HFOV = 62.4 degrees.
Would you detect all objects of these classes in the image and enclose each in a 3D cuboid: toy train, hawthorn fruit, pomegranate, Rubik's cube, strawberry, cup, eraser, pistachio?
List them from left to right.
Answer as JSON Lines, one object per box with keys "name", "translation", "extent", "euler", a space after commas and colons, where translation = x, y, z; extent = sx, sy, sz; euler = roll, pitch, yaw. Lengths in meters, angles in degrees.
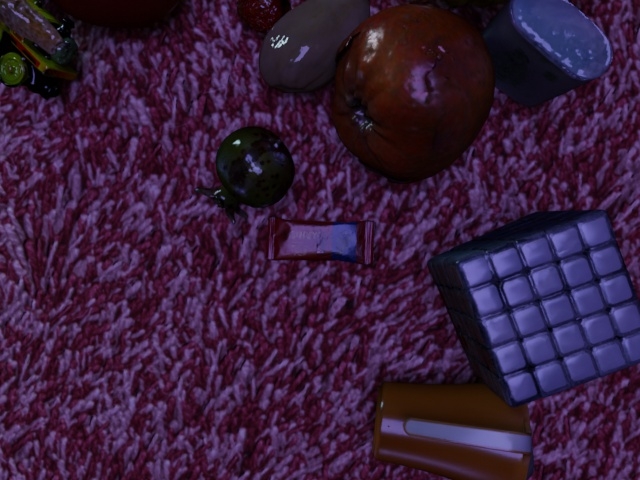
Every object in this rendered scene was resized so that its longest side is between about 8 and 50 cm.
{"name": "toy train", "translation": [-0.549, -0.390, 0.929], "extent": [0.296, 0.100, 0.160], "euler": [46, 104, 1]}
{"name": "pomegranate", "translation": [-0.125, -0.113, 0.918], "extent": [0.148, 0.148, 0.169], "euler": [39, 98, 1]}
{"name": "strawberry", "translation": [-0.099, -0.411, 0.933], "extent": [0.106, 0.106, 0.106], "euler": [0, 90, 1]}
{"name": "pistachio", "translation": [-0.009, -0.342, 0.915], "extent": [0.226, 0.136, 0.136], "euler": [-43, 90, -7]}
{"name": "hawthorn fruit", "translation": [0.168, -0.255, 0.865], "extent": [0.307, 0.276, 0.276], "euler": [-38, 90, -28]}
{"name": "cup", "translation": [0.222, 0.317, 0.879], "extent": [0.263, 0.226, 0.183], "euler": [6, 73, 7]}
{"name": "Rubik's cube", "translation": [0.340, 0.096, 0.860], "extent": [0.236, 0.237, 0.238], "euler": [-21, 91, 0]}
{"name": "eraser", "translation": [0.342, -0.305, 0.859], "extent": [0.174, 0.227, 0.081], "euler": [37, 95, -1]}

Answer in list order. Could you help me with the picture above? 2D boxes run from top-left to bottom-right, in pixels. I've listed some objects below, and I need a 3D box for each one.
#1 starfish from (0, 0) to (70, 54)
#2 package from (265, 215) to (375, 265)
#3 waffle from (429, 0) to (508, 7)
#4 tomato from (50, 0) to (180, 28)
{"name": "starfish", "translation": [-0.514, -0.436, 0.791], "extent": [0.431, 0.082, 0.324], "euler": [0, 100, 22]}
{"name": "package", "translation": [0.000, 0.000, 0.971], "extent": [0.200, 0.022, 0.083], "euler": [3, 90, 3]}
{"name": "waffle", "translation": [0.297, -0.416, 0.790], "extent": [0.381, 0.380, 0.095], "euler": [5, 103, 7]}
{"name": "tomato", "translation": [-0.347, -0.503, 0.873], "extent": [0.298, 0.226, 0.299], "euler": [0, 90, -3]}
